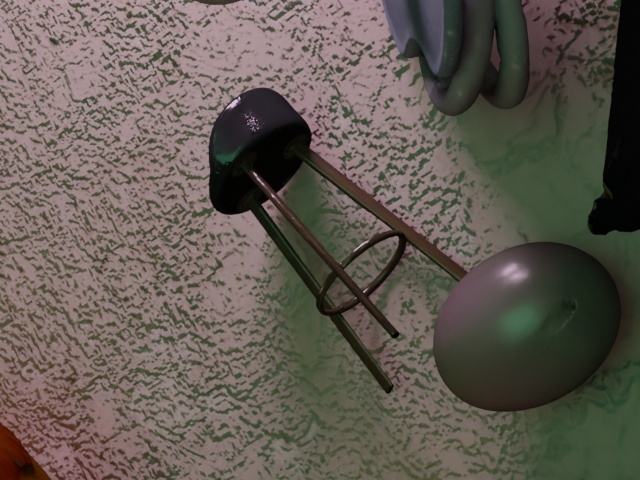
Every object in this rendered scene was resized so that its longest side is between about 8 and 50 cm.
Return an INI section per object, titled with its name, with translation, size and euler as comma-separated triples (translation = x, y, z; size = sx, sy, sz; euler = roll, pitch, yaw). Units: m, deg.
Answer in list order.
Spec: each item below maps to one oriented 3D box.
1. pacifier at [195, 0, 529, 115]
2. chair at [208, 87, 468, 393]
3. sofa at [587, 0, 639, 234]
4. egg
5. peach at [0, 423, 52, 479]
[pacifier]
translation = 0.008, -0.193, 1.068
size = 0.233, 0.299, 0.244
euler = -7, 102, -4
[chair]
translation = 0.001, -0.001, 1.191
size = 0.221, 0.104, 0.095
euler = 50, 130, 19
[sofa]
translation = 0.297, -0.084, 0.956
size = 0.258, 0.182, 0.200
euler = 2, 86, 61
[egg]
translation = 0.134, 0.057, 1.100
size = 0.135, 0.103, 0.103
euler = -36, 72, 29
[peach]
translation = -0.335, 0.280, 1.271
size = 0.372, 0.290, 0.373
euler = 6, 101, 32
